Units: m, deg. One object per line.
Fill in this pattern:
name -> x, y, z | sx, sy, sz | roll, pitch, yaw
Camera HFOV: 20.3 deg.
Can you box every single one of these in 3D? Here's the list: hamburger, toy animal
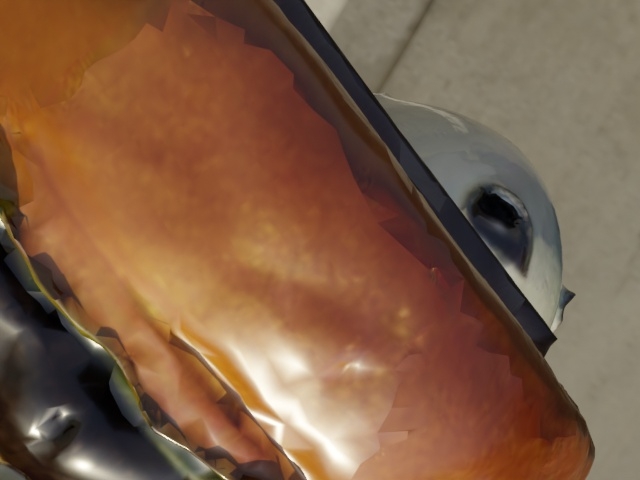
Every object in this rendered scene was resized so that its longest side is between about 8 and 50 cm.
hamburger -> -0.083, 0.020, 0.454 | 0.225, 0.291, 0.291 | -36, 142, 3
toy animal -> 0.000, 0.000, 0.676 | 0.138, 0.179, 0.166 | -60, 158, -8
